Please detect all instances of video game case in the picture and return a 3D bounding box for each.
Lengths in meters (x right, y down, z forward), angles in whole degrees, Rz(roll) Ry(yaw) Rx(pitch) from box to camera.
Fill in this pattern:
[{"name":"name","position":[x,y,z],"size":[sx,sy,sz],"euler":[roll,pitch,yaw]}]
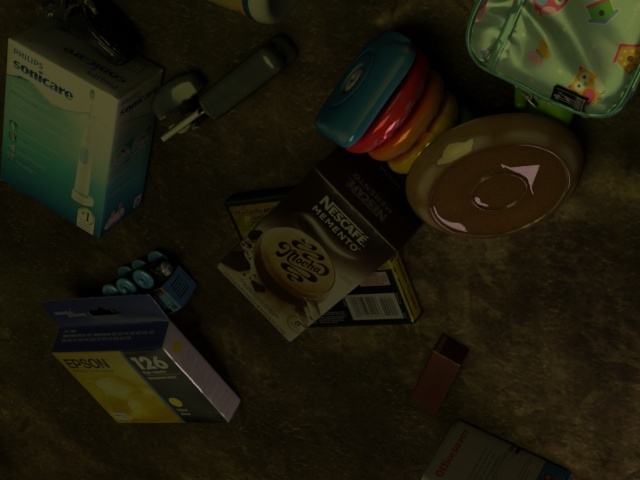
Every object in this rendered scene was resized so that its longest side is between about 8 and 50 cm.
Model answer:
[{"name":"video game case","position":[0.002,0.027,1.788],"size":[0.275,0.035,0.248],"euler":[-5,118,37]}]

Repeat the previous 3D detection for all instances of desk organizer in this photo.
[{"name":"desk organizer","position":[0.188,0.214,1.790],"size":[0.050,0.047,0.130],"euler":[29,133,10]}]

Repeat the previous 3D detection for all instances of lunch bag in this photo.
[{"name":"lunch bag","position":[0.296,-0.287,1.285],"size":[0.224,0.108,0.279],"euler":[28,116,16]}]

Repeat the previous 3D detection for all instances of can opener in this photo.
[{"name":"can opener","position":[-0.159,-0.235,1.681],"size":[0.283,0.076,0.095],"euler":[-30,102,42]}]

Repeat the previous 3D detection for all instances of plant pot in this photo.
[{"name":"plant pot","position":[0.229,-0.072,1.464],"size":[0.236,0.032,0.236],"euler":[-4,143,-3]}]

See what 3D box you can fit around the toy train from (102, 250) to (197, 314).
[{"name":"toy train","position":[-0.310,0.089,2.010],"size":[0.184,0.080,0.105],"euler":[-23,113,43]}]

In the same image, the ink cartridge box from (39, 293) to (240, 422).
[{"name":"ink cartridge box","position":[-0.349,0.228,2.091],"size":[0.304,0.072,0.307],"euler":[-6,135,38]}]

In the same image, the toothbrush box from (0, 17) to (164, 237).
[{"name":"toothbrush box","position":[-0.395,-0.186,1.835],"size":[0.216,0.126,0.295],"euler":[29,133,14]}]

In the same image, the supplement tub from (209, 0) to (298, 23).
[{"name":"supplement tub","position":[-0.124,-0.387,1.502],"size":[0.200,0.144,0.144],"euler":[25,132,17]}]

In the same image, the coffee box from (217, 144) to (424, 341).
[{"name":"coffee box","position":[0.000,0.000,1.661],"size":[0.168,0.119,0.297],"euler":[46,135,-1]}]

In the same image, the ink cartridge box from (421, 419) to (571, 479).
[{"name":"ink cartridge box","position":[0.275,0.399,1.793],"size":[0.203,0.148,0.086],"euler":[23,133,19]}]

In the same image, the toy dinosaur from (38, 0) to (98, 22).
[{"name":"toy dinosaur","position":[-0.351,-0.433,1.585],"size":[0.322,0.164,0.218],"euler":[-127,21,-65]}]

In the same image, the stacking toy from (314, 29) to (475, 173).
[{"name":"stacking toy","position":[0.158,-0.131,1.507],"size":[0.302,0.175,0.165],"euler":[35,93,-18]}]

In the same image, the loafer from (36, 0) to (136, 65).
[{"name":"loafer","position":[-0.374,-0.350,1.743],"size":[0.223,0.076,0.078],"euler":[46,133,5]}]

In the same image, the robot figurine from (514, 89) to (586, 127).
[{"name":"robot figurine","position":[0.293,-0.182,1.424],"size":[0.101,0.067,0.115],"euler":[8,129,-5]}]
